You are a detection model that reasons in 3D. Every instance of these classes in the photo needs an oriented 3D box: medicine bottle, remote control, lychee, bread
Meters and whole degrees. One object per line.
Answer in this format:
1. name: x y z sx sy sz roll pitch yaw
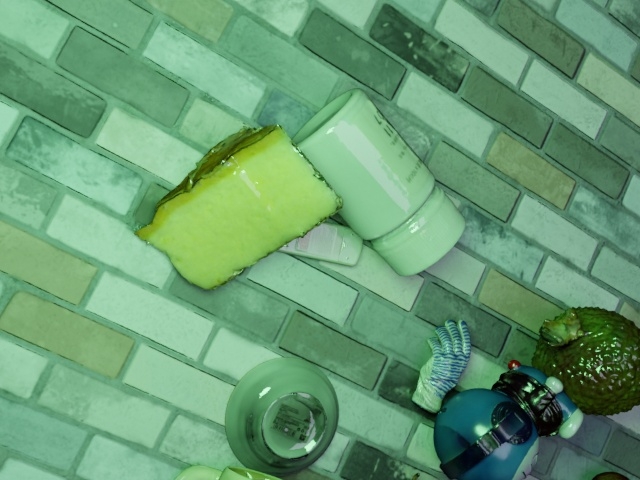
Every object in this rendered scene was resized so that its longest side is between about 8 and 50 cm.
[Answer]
1. medicine bottle: 0.121 -0.118 1.661 0.211 0.211 0.371 -46 107 -13
2. remote control: 0.000 0.000 1.714 0.190 0.029 0.087 11 88 -18
3. lychee: 0.630 0.279 1.845 0.270 0.270 0.320 -42 91 -14
4. bread: -0.154 -0.063 1.530 0.248 0.279 0.315 47 70 -17

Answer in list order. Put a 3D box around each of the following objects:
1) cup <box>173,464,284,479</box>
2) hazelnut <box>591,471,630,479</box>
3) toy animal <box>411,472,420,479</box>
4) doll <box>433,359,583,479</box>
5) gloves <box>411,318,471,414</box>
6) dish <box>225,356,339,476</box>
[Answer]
1. cup: -0.183 0.563 1.581 0.255 0.173 0.202 21 80 -15
2. hazelnut: 0.729 0.677 1.954 0.178 0.178 0.204 9 58 -21
3. toy animal: 0.176 0.647 1.786 0.114 0.116 0.255 38 73 -42
4. doll: 0.396 0.421 1.760 0.310 0.284 0.240 -37 77 -23
5. gloves: 0.283 0.287 1.810 0.119 0.097 0.229 32 74 -49
6. dish: -0.067 0.384 1.677 0.260 0.085 0.260 -1 92 -21
